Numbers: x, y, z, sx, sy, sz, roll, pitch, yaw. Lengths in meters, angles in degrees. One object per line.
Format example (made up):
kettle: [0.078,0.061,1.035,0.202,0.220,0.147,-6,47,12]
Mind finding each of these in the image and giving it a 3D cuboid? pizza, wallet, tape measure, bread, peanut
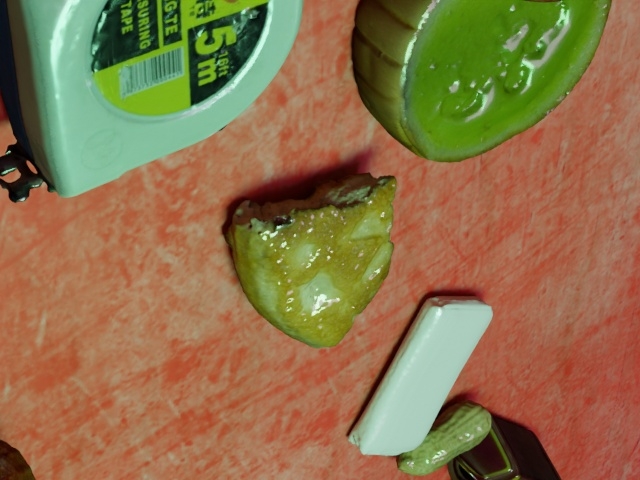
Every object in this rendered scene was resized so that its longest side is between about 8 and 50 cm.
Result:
pizza: [0.000,0.000,1.319,0.161,0.062,0.182,-42,139,6]
wallet: [0.097,0.133,1.557,0.095,0.033,0.190,2,122,-44]
tape measure: [-0.119,-0.197,0.971,0.215,0.098,0.351,-24,142,-23]
bread: [0.132,-0.172,1.268,0.236,0.070,0.236,-25,138,-24]
peanut: [0.125,0.203,1.637,0.113,0.054,0.054,-29,141,-16]

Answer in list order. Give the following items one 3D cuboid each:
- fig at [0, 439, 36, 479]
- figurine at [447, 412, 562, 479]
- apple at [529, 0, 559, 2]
fig: [-0.264,0.190,1.225,0.119,0.153,0.119,1,116,3]
figurine: [0.180,0.247,1.723,0.098,0.082,0.154,-37,147,22]
apple: [0.142,-0.265,1.080,0.162,0.201,0.201,27,104,-34]
